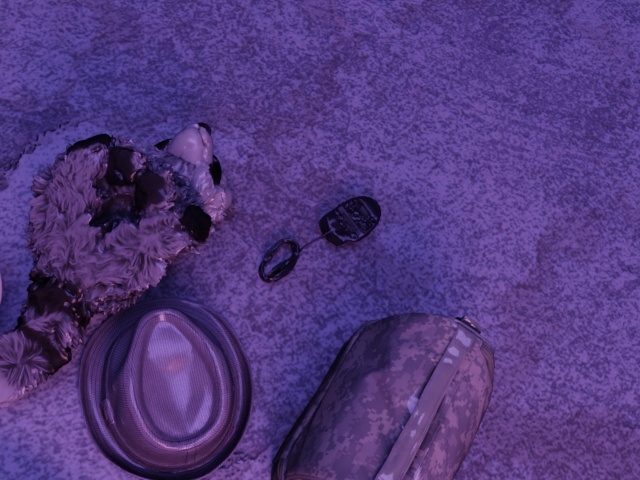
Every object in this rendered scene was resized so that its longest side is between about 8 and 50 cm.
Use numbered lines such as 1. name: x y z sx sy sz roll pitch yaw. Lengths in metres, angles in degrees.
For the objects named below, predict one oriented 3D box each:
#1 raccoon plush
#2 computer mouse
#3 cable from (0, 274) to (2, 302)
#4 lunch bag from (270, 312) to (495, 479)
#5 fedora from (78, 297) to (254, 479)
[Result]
1. raccoon plush: -0.313 0.005 1.024 0.446 0.299 0.216 -40 91 5
2. computer mouse: 0.000 0.000 1.161 0.242 0.041 0.071 -30 78 -18
3. cable: -0.547 0.055 0.886 0.257 0.089 0.257 -51 126 -4
4. lunch bag: 0.092 0.254 0.942 0.212 0.256 0.305 35 63 2
5. fedora: -0.207 0.189 0.965 0.243 0.124 0.275 -5 68 -18
